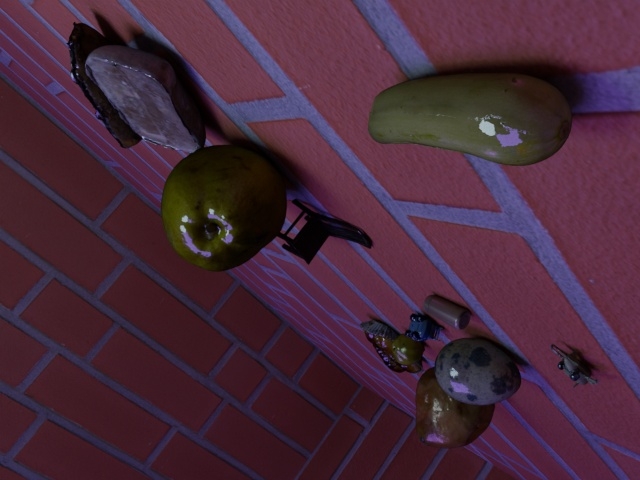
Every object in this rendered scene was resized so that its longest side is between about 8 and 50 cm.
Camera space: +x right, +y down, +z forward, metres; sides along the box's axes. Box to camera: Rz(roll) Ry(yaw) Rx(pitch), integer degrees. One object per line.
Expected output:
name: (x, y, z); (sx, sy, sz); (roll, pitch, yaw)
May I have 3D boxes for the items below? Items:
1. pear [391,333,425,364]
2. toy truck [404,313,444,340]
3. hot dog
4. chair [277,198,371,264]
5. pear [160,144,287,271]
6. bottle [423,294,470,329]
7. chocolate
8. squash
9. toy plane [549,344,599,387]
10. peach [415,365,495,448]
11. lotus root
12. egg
pear: (0.254, 0.311, 1.683); (0.097, 0.092, 0.092); (-2, 180, -21)
toy truck: (0.245, 0.217, 1.455); (0.074, 0.063, 0.136); (21, 173, -14)
hot dog: (0.226, 0.346, 1.872); (0.163, 0.081, 0.270); (16, 154, 53)
chair: (0.000, 0.000, 1.262); (0.213, 0.101, 0.084); (29, 165, 38)
pear: (-0.197, -0.068, 1.202); (0.269, 0.269, 0.321); (41, -169, -14)
bottle: (0.258, 0.145, 1.207); (0.096, 0.045, 0.045); (27, 163, 45)
chocolate: (-0.327, -0.284, 1.170); (0.185, 0.100, 0.303); (22, 166, 13)
squash: (0.132, -0.122, 0.581); (0.083, 0.083, 0.250); (46, 166, -31)
toy plane: (0.438, 0.222, 1.010); (0.111, 0.040, 0.102); (51, 180, -37)
peach: (0.348, 0.450, 1.587); (0.214, 0.235, 0.214); (33, 156, 17)
lotus root: (-0.426, -0.329, 1.247); (0.078, 0.166, 0.329); (-1, 160, 6)
egg: (0.334, 0.279, 1.255); (0.182, 0.141, 0.141); (8, 152, 30)
